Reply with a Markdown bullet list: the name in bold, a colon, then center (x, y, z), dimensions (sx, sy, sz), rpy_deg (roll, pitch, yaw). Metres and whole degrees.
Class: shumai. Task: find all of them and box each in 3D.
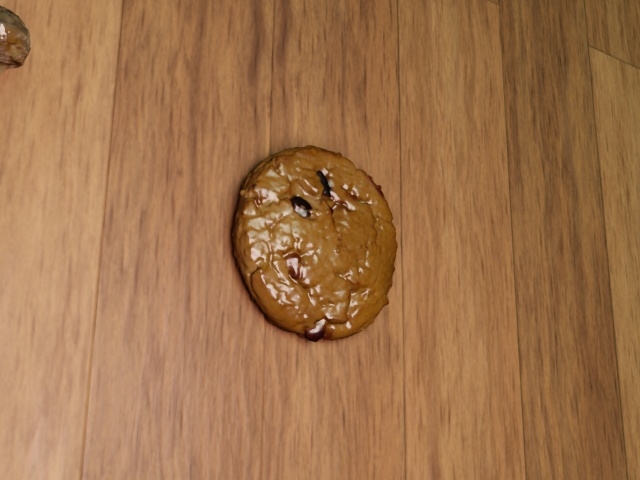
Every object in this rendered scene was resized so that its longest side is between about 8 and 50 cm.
- **shumai**: center (-0.441, -0.225, 1.180), dimensions (0.209, 0.161, 0.152), rpy_deg (8, 98, -66)

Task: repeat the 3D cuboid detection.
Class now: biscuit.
- **biscuit**: center (0.001, -0.001, 1.458), dimensions (0.296, 0.075, 0.295), rpy_deg (13, 67, -33)
